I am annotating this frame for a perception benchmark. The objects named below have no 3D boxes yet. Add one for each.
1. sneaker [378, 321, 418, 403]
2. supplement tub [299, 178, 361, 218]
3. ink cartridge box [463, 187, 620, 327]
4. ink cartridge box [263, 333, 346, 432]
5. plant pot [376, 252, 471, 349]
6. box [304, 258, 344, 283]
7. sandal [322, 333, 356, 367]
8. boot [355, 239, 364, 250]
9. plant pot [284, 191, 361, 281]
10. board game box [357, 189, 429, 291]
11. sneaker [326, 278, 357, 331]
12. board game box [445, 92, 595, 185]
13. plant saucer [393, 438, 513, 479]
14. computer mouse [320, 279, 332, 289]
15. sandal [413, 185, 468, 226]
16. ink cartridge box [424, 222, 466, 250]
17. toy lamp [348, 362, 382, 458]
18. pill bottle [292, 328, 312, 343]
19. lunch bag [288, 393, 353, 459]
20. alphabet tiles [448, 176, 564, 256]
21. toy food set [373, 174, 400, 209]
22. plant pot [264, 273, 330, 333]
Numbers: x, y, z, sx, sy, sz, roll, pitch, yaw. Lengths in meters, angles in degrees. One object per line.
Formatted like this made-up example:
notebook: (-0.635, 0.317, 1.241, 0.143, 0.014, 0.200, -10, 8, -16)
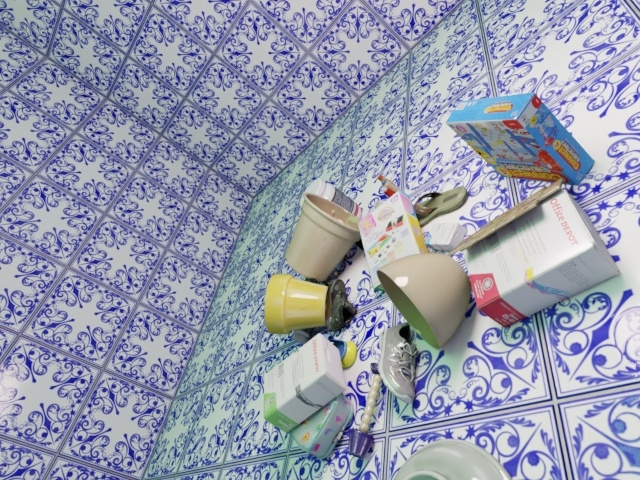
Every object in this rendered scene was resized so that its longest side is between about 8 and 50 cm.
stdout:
sneaker: (0.244, 0.355, 1.304, 0.115, 0.105, 0.281, -44, 25, 25)
supplement tub: (0.052, -0.165, 2.150, 0.191, 0.272, 0.191, -42, 26, 27)
ink cartridge box: (0.543, 0.049, 1.100, 0.306, 0.131, 0.226, -37, 29, 33)
ink cartridge box: (-0.059, 0.478, 1.454, 0.273, 0.115, 0.198, -40, 24, 14)
plant pot: (0.327, 0.147, 1.261, 0.191, 0.284, 0.284, -35, 23, -6)
box: (0.024, 0.124, 2.112, 0.233, 0.044, 0.159, -21, 42, 53)
sandal: (-0.005, 0.429, 1.654, 0.317, 0.138, 0.126, -34, 33, 44)
boot: (0.210, -0.007, 1.933, 0.121, 0.045, 0.099, -52, 17, 4)
plant pot: (0.000, 0.000, 1.920, 0.306, 0.333, 0.334, -59, 22, 15)
board game box: (0.273, 0.001, 1.645, 0.242, 0.064, 0.317, -39, 46, 36)
sneaker: (0.096, 0.251, 1.759, 0.130, 0.087, 0.228, -31, 36, 41)
board game box: (0.577, -0.295, 1.271, 0.086, 0.302, 0.308, -56, 23, 0)
plant saucer: (0.250, 0.631, 0.938, 0.400, 0.100, 0.401, -42, 27, 28)
computer mouse: (-0.019, 0.260, 2.002, 0.106, 0.042, 0.193, 32, 90, 36)
sandal: (0.419, -0.142, 1.646, 0.302, 0.086, 0.120, -31, 33, 45)
ink cartridge box: (0.434, -0.013, 1.491, 0.089, 0.052, 0.122, -61, 23, -12)
toy lamp: (0.147, 0.517, 1.315, 0.080, 0.080, 0.275, -23, 38, 51)
pill bottle: (-0.071, 0.384, 1.911, 0.078, 0.078, 0.137, -14, 47, 57)
lunch bag: (-0.011, 0.592, 1.480, 0.224, 0.108, 0.279, -54, 25, -11)
alphabet tiles: (0.525, -0.065, 1.223, 0.342, 0.011, 0.285, -39, -8, 35)
toy food set: (0.286, -0.188, 1.941, 0.111, 0.104, 0.232, -12, 48, 58)
plant pot: (-0.086, 0.271, 1.801, 0.254, 0.238, 0.254, 2, -90, -81)
